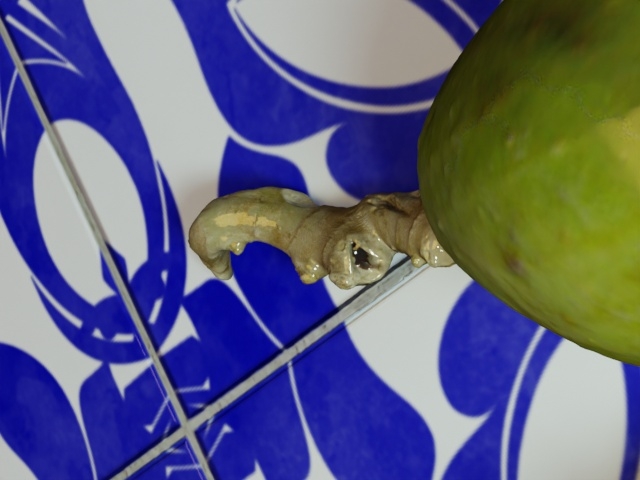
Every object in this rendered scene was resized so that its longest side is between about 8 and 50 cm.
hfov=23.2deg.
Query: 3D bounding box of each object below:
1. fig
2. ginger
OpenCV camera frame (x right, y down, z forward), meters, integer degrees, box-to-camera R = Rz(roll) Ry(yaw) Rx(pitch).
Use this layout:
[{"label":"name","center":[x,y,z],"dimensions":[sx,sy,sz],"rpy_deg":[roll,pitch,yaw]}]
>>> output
[{"label":"fig","center":[0.182,-0.048,0.892],"dimensions":[0.326,0.258,0.258],"rpy_deg":[-6,91,51]},{"label":"ginger","center":[0.000,0.000,1.157],"dimensions":[0.288,0.075,0.089],"rpy_deg":[-4,60,40]}]
